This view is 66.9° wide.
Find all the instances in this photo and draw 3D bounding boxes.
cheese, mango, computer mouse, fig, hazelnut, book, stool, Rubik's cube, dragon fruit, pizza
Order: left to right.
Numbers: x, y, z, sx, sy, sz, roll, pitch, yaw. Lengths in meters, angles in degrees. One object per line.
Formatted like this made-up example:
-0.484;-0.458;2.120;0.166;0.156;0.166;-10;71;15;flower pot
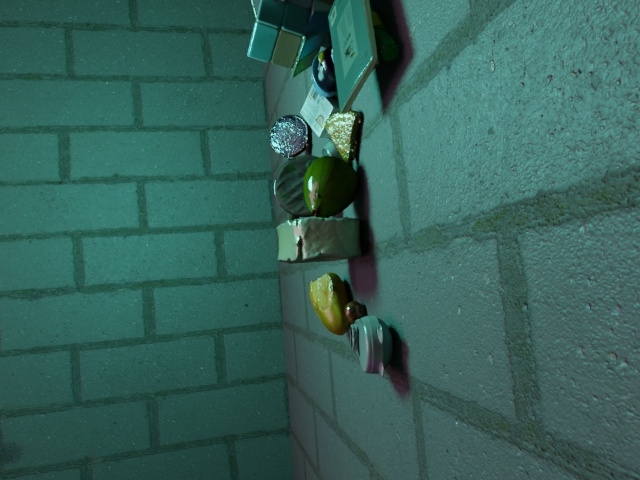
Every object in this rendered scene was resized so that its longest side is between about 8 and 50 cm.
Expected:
-0.112;-0.843;1.877;0.368;0.359;0.386;-107;31;-65;Rubik's cube
-0.139;-0.526;2.514;0.224;0.218;0.148;45;-171;13;dragon fruit
-0.058;-0.210;2.068;0.178;0.272;0.271;80;-177;-76;stool
-0.002;0.003;1.781;0.332;0.293;0.153;162;104;-69;cheese
0.028;-0.182;1.734;0.203;0.203;0.225;104;-170;-52;fig
0.051;0.269;1.970;0.187;0.138;0.256;-45;51;49;mango
0.072;-0.276;1.875;0.128;0.079;0.230;-139;32;-68;computer mouse
0.097;-0.370;1.754;0.188;0.062;0.198;8;111;53;pizza
0.090;-0.612;1.454;0.264;0.031;0.378;132;135;-65;book
0.128;0.264;1.781;0.086;0.086;0.086;177;90;-77;hazelnut

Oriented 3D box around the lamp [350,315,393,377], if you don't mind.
0.167;0.324;1.545;0.246;0.108;0.179;-161;73;-77;lamp

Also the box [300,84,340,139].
0.012;-0.502;1.893;0.135;0.081;0.199;-60;41;32;box

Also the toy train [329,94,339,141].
0.055;-0.486;1.937;0.055;0.048;0.251;166;100;-74;toy train

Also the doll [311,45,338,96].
0.047;-0.626;1.737;0.314;0.141;0.177;150;128;-69;doll

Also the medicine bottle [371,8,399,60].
0.154;-0.605;1.427;0.308;0.076;0.111;-109;25;-49;medicine bottle
